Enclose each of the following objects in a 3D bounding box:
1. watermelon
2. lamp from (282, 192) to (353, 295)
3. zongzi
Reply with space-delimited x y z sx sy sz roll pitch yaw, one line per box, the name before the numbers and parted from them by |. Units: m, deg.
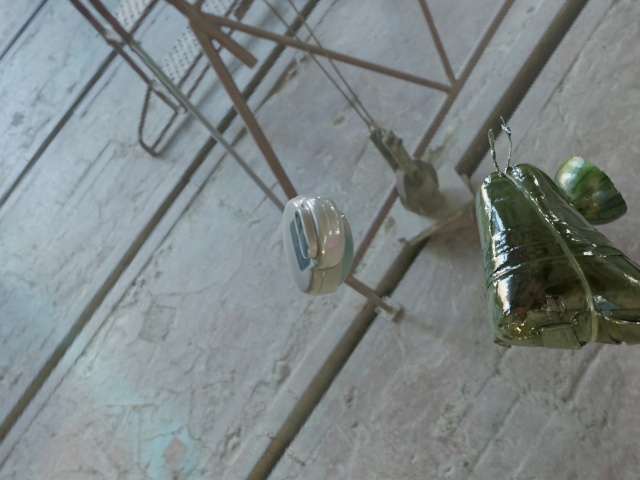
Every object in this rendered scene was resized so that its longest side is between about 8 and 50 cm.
watermelon | 0.345 -0.058 0.878 0.062 0.105 0.105 -39 50 -1
lamp | 0.003 -0.001 1.151 0.107 0.246 0.180 -15 78 -14
zongzi | 0.163 -0.008 0.408 0.130 0.062 0.154 -4 59 8
